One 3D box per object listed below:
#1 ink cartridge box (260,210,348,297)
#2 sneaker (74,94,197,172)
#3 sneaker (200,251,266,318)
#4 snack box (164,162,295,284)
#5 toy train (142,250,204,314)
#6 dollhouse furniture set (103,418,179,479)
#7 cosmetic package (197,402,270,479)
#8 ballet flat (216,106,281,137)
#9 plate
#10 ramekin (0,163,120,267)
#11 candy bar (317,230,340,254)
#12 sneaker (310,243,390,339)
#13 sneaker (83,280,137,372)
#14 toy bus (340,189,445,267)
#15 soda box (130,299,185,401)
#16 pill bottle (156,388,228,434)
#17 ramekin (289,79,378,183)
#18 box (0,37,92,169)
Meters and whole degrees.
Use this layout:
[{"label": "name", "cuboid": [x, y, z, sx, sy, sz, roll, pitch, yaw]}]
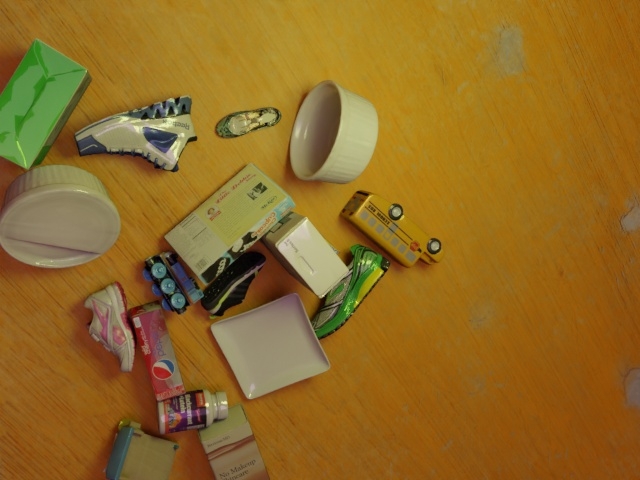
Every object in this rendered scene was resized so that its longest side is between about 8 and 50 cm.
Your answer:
[{"label": "ink cartridge box", "cuboid": [-0.062, 0.024, 1.574, 0.115, 0.273, 0.198, -43, 111, -8]}, {"label": "sneaker", "cuboid": [-0.453, -0.247, 1.460, 0.316, 0.127, 0.182, -23, 105, -17]}, {"label": "sneaker", "cuboid": [-0.245, 0.130, 1.647, 0.235, 0.084, 0.097, -42, 135, -8]}, {"label": "snack box", "cuboid": [-0.247, -0.051, 1.543, 0.322, 0.187, 0.060, -42, 147, -8]}, {"label": "toy train", "cuboid": [-0.408, 0.113, 1.562, 0.105, 0.080, 0.184, -40, 106, -42]}, {"label": "dollhouse furniture set", "cuboid": [-0.529, 0.694, 1.641, 0.286, 0.198, 0.303, 37, 54, -43]}, {"label": "cosmetic package", "cuboid": [-0.250, 0.665, 1.701, 0.153, 0.129, 0.295, -22, 106, -14]}, {"label": "ballet flat", "cuboid": [-0.195, -0.332, 1.573, 0.189, 0.070, 0.070, -22, 107, -15]}, {"label": "plate", "cuboid": [-0.145, 0.311, 1.687, 0.278, 0.045, 0.277, -22, 107, 4]}, {"label": "ramekin", "cuboid": [-0.633, -0.064, 1.374, 0.273, 0.127, 0.272, -16, 143, -13]}, {"label": "candy bar", "cuboid": [0.000, 0.000, 1.731, 0.161, 0.018, 0.040, 44, 84, -21]}, {"label": "sneaker", "cuboid": [0.059, 0.162, 1.742, 0.146, 0.134, 0.343, 38, 91, 7]}, {"label": "sneaker", "cuboid": [-0.566, 0.241, 1.531, 0.111, 0.103, 0.252, -14, 98, -13]}, {"label": "toy bus", "cuboid": [0.231, -0.025, 1.761, 0.333, 0.108, 0.130, 39, 86, -22]}, {"label": "soda box", "cuboid": [-0.453, 0.307, 1.580, 0.084, 0.092, 0.263, -16, 104, -18]}, {"label": "pill bottle", "cuboid": [-0.369, 0.489, 1.636, 0.194, 0.108, 0.108, -4, 101, -20]}, {"label": "ramekin", "cuboid": [0.038, -0.287, 1.562, 0.135, 0.277, 0.276, 11, 96, -30]}, {"label": "box", "cuboid": [-0.658, -0.311, 1.317, 0.127, 0.231, 0.261, 31, 88, -21]}]
